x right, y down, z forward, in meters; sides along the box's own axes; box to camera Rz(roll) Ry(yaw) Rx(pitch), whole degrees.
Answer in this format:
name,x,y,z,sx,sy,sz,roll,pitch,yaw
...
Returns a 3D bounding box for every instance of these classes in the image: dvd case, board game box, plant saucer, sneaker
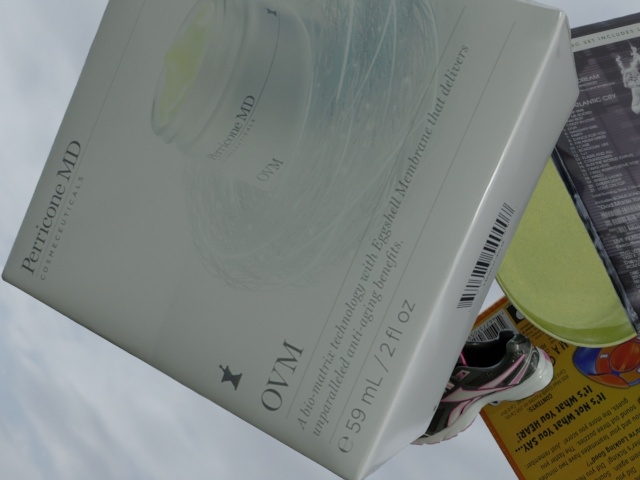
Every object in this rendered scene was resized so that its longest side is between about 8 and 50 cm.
name,x,y,z,sx,sy,sz,roll,pitch,yaw
dvd case,0.227,-0.060,0.470,0.018,0.164,0.221,77,-1,-58
board game box,0.455,0.205,1.027,0.356,0.356,0.356,-42,-125,20
plant saucer,0.261,-0.009,0.794,0.241,0.241,0.037,55,-22,-2
sneaker,0.143,0.141,0.793,0.178,0.072,0.077,-33,-57,12

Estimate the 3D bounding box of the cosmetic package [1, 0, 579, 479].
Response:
name,x,y,z,sx,sy,sz,roll,pitch,yaw
cosmetic package,-0.013,-0.034,0.418,0.224,0.138,0.224,25,-85,21
